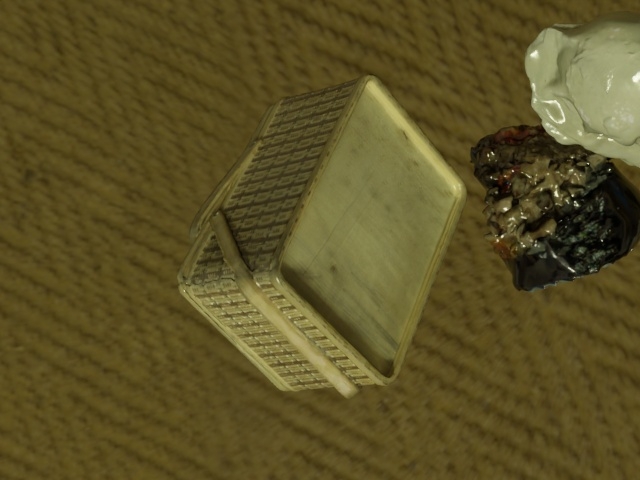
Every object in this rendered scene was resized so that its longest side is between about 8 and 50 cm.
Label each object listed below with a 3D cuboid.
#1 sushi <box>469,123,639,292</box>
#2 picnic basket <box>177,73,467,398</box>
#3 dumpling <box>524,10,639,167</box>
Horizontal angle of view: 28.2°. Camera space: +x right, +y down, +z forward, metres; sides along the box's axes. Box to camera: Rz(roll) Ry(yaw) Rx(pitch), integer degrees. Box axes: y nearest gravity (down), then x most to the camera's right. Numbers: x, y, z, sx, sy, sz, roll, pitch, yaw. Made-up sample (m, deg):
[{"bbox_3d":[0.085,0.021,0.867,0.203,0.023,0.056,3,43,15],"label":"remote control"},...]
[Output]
[{"bbox_3d":[0.314,-0.064,1.715,0.225,0.238,0.219,-28,97,-14],"label":"sushi"},{"bbox_3d":[0.000,0.000,1.446,0.175,0.228,0.313,-11,44,42],"label":"picnic basket"},{"bbox_3d":[0.367,-0.171,1.506,0.258,0.147,0.193,6,121,25],"label":"dumpling"}]
